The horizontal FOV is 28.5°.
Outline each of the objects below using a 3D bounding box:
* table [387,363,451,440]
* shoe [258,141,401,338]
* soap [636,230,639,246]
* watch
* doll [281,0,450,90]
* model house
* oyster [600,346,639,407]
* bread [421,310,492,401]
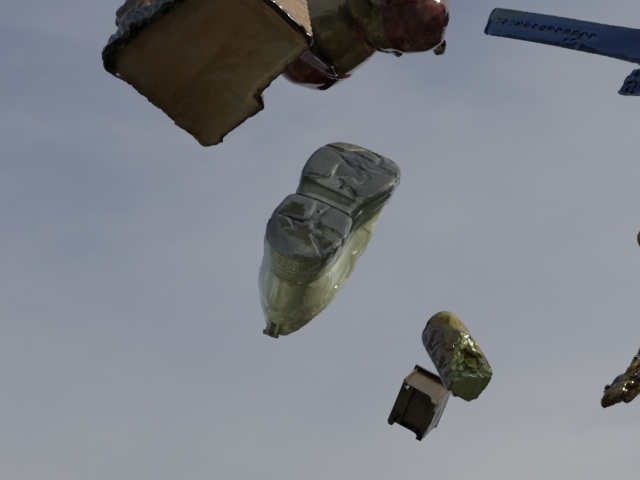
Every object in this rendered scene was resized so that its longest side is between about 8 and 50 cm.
[{"bbox_3d":[0.152,0.254,1.961,0.070,0.083,0.082,27,21,17],"label":"table"},{"bbox_3d":[0.000,0.000,1.835,0.132,0.342,0.210,25,-51,10],"label":"shoe"},{"bbox_3d":[0.483,-0.016,1.794,0.089,0.034,0.012,-33,10,-25],"label":"soap"},{"bbox_3d":[0.409,-0.267,1.759,0.276,0.068,0.274,18,3,-23],"label":"watch"},{"bbox_3d":[0.042,-0.295,1.681,0.256,0.152,0.196,-21,-23,27],"label":"doll"},{"bbox_3d":[-0.110,-0.236,1.311,0.183,0.172,0.166,-33,-54,25],"label":"model house"},{"bbox_3d":[0.546,0.190,2.038,0.345,0.078,0.129,-32,-4,-44],"label":"oyster"},{"bbox_3d":[0.159,0.131,1.501,0.060,0.110,0.066,-23,-44,-2],"label":"bread"}]
